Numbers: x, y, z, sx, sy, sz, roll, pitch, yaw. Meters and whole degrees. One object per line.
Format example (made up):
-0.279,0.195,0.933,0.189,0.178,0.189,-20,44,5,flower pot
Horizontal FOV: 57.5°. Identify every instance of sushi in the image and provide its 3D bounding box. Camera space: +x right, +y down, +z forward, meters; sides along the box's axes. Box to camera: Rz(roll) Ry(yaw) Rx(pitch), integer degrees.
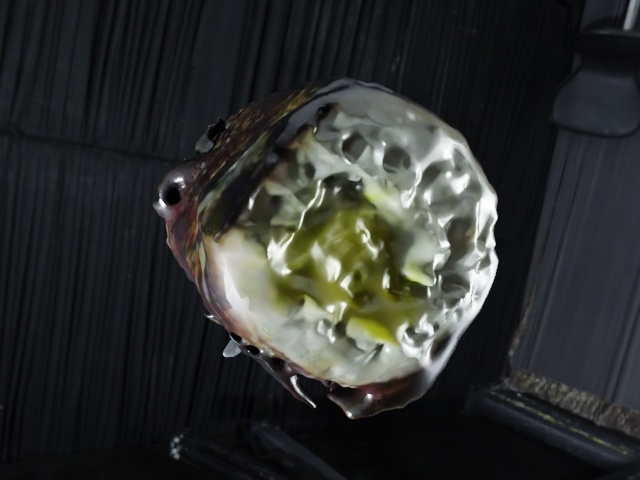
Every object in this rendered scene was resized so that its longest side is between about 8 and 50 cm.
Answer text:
0.000,-0.001,0.604,0.281,0.299,0.294,-36,-157,-18,sushi
